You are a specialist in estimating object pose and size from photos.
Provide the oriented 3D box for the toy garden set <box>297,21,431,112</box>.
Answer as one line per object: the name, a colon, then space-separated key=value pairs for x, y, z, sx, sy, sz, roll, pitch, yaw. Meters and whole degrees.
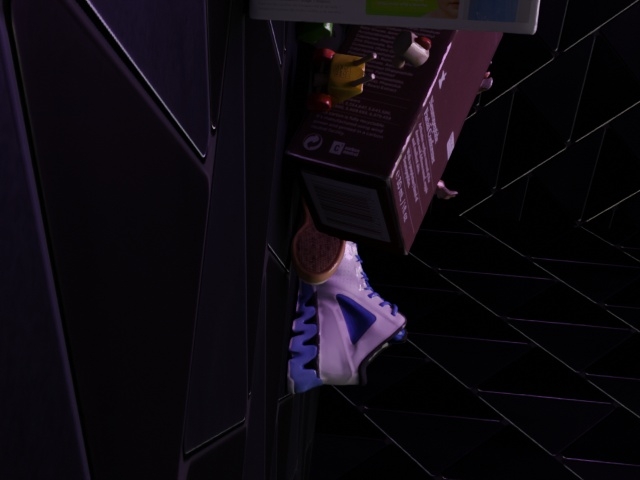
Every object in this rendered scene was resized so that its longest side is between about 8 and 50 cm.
toy garden set: x=0.078 y=-0.253 z=0.967 sx=0.049 sy=0.244 sz=0.204 roll=24 pitch=64 yaw=-42

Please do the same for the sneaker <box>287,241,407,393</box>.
sneaker: x=0.052 y=0.095 z=1.413 sx=0.127 sy=0.182 sz=0.316 roll=91 pitch=5 yaw=-73

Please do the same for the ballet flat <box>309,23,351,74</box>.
ballet flat: x=0.009 y=-0.305 z=1.187 sx=0.070 sy=0.070 sz=0.188 roll=55 pitch=38 yaw=-86

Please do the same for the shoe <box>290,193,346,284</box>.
shoe: x=0.000 y=0.000 z=1.251 sx=0.219 sy=0.076 sz=0.058 roll=-84 pitch=173 yaw=-55

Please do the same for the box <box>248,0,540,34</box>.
box: x=0.054 y=-0.219 z=0.633 sx=0.103 sy=0.203 sz=0.114 roll=-77 pitch=170 yaw=-62

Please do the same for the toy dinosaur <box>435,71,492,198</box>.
toy dinosaur: x=0.102 y=-0.165 z=1.289 sx=0.127 sy=0.295 sz=0.200 roll=112 pitch=-30 yaw=-70

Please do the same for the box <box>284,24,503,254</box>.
box: x=0.109 y=-0.194 z=1.126 sx=0.191 sy=0.143 sz=0.381 roll=67 pitch=43 yaw=-59
